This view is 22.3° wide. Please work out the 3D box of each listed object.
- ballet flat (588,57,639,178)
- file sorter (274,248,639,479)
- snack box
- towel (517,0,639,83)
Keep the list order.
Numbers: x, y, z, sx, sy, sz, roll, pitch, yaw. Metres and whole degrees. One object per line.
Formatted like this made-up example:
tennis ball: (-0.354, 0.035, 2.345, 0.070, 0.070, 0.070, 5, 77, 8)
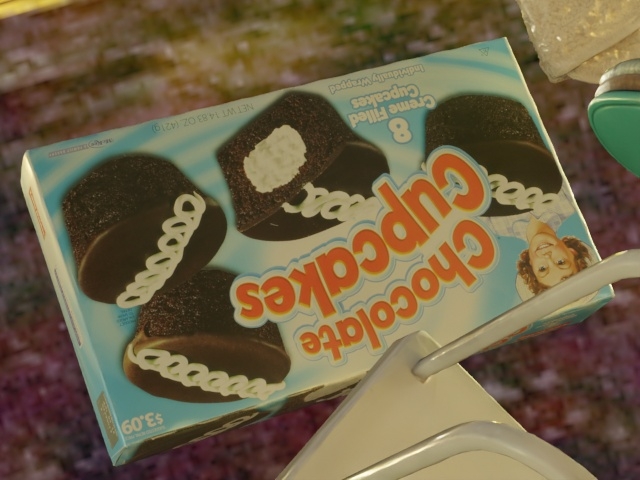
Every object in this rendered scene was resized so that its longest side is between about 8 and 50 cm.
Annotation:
ballet flat: (0.172, -0.031, 0.501, 0.079, 0.077, 0.221, -46, 28, -5)
file sorter: (0.039, 0.167, 0.423, 0.277, 0.193, 0.173, -47, 4, -26)
snack box: (0.000, 0.000, 0.989, 0.322, 0.187, 0.060, -16, -15, -20)
towel: (0.166, -0.246, 0.944, 0.187, 0.282, 0.049, -25, 5, 2)
